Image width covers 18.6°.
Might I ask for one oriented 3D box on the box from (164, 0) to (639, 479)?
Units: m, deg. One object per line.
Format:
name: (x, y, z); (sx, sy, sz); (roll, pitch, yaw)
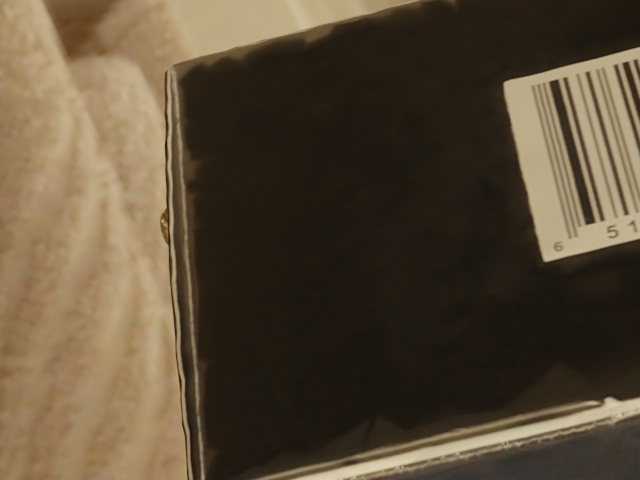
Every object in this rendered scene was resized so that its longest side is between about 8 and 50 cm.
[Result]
box: (0.216, 0.100, 1.037); (0.480, 0.297, 0.472); (-14, 137, 7)

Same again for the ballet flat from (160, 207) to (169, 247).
ballet flat: (0.000, 0.000, 1.256); (0.206, 0.067, 0.073); (1, -151, 16)
